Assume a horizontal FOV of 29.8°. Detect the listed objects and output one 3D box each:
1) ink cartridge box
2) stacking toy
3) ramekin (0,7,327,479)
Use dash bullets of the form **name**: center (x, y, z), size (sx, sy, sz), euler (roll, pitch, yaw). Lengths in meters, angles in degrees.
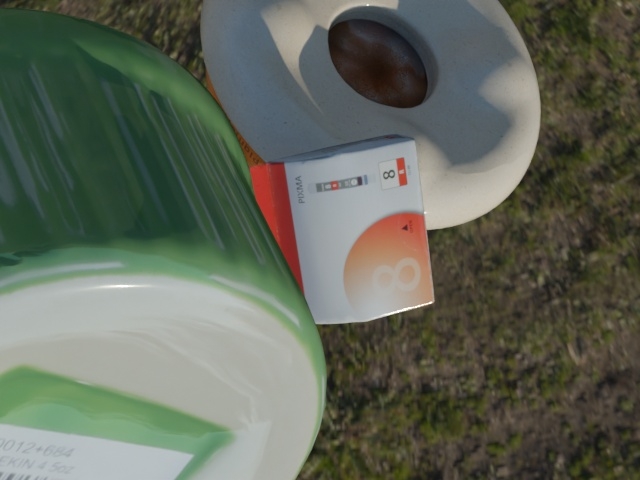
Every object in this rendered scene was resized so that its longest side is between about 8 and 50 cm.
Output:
- **ink cartridge box**: center (0.000, 0.000, 0.977), size (0.179, 0.045, 0.145), euler (-15, 108, -21)
- **stacking toy**: center (-0.024, -0.081, 1.294), size (0.350, 0.351, 0.480), euler (27, 145, -11)
- **ramekin**: center (-0.145, 0.063, 0.541), size (0.303, 0.148, 0.303), euler (-19, 139, -18)
